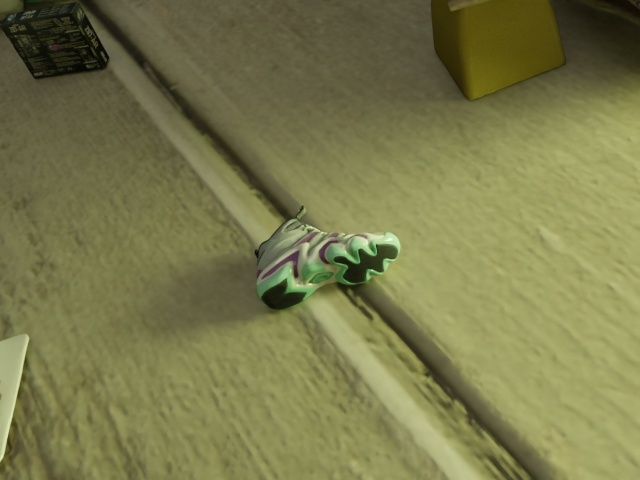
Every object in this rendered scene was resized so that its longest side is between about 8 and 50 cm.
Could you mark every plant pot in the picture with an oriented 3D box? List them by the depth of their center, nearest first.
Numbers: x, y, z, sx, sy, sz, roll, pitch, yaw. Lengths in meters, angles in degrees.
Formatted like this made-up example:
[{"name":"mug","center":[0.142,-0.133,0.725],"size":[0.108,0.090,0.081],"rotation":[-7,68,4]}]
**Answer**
[{"name":"plant pot","center":[0.128,-0.172,0.648],"size":[0.081,0.083,0.081],"rotation":[-21,45,2]}]

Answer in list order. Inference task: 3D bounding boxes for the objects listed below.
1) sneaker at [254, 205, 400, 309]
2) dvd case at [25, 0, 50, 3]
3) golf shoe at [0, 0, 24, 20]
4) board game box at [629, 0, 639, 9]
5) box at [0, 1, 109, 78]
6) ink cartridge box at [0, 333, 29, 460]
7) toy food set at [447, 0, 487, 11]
[{"name":"sneaker","center":[0.000,0.000,0.569],"size":[0.098,0.038,0.069],"rotation":[-18,45,4]},{"name":"dvd case","center":[-0.285,-0.319,1.003],"size":[0.087,0.013,0.119],"rotation":[2,49,24]},{"name":"golf shoe","center":[-0.422,-0.247,0.966],"size":[0.186,0.067,0.086],"rotation":[-4,87,4]},{"name":"board game box","center":[0.280,-0.309,0.552],"size":[0.141,0.291,0.232],"rotation":[4,39,-25]},{"name":"box","center":[-0.258,-0.193,0.835],"size":[0.083,0.067,0.018],"rotation":[-4,47,19]},{"name":"ink cartridge box","center":[-0.304,0.109,0.568],"size":[0.198,0.067,0.115],"rotation":[-15,44,8]},{"name":"toy food set","center":[0.108,-0.212,0.618],"size":[0.078,0.019,0.122],"rotation":[-14,45,8]}]
